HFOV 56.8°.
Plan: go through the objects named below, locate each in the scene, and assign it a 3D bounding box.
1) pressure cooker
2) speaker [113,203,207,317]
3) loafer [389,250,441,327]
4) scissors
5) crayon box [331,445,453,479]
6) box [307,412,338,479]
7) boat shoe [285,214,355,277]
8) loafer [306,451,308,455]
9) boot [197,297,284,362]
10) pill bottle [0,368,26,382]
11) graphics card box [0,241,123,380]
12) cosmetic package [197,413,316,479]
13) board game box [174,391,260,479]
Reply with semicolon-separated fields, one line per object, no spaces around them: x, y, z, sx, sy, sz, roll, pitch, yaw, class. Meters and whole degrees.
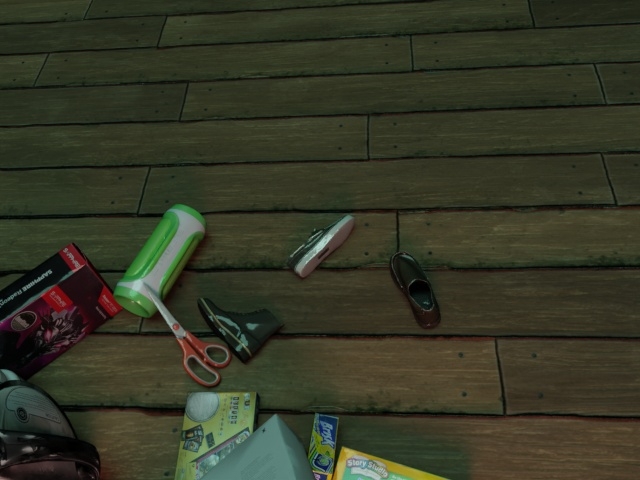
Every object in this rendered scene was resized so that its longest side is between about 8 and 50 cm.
-0.649;0.474;1.125;0.421;0.375;0.370;-23;14;4;pressure cooker
-0.414;0.049;1.551;0.131;0.131;0.296;17;60;17;speaker
0.238;0.106;1.464;0.080;0.078;0.220;-21;56;-8;loafer
-0.342;0.228;1.417;0.297;0.021;0.109;40;62;0;scissors
0.150;0.538;1.180;0.279;0.081;0.165;13;58;15;crayon box
0.002;0.437;1.227;0.054;0.059;0.169;11;24;1;box
0.000;0.000;1.565;0.070;0.077;0.219;38;69;26;boat shoe
-0.035;0.528;1.223;0.061;0.062;0.170;20;61;14;loafer
-0.200;0.191;1.471;0.137;0.077;0.198;-37;73;-23;boot
-0.721;0.356;1.346;0.108;0.180;0.107;-3;56;5;pill bottle
-0.686;0.196;1.420;0.371;0.232;0.094;-37;60;-18;graphics card box
-0.173;0.532;1.070;0.377;0.097;0.284;-40;22;-1;cosmetic package
-0.226;0.456;1.303;0.165;0.042;0.243;-1;56;6;board game box
